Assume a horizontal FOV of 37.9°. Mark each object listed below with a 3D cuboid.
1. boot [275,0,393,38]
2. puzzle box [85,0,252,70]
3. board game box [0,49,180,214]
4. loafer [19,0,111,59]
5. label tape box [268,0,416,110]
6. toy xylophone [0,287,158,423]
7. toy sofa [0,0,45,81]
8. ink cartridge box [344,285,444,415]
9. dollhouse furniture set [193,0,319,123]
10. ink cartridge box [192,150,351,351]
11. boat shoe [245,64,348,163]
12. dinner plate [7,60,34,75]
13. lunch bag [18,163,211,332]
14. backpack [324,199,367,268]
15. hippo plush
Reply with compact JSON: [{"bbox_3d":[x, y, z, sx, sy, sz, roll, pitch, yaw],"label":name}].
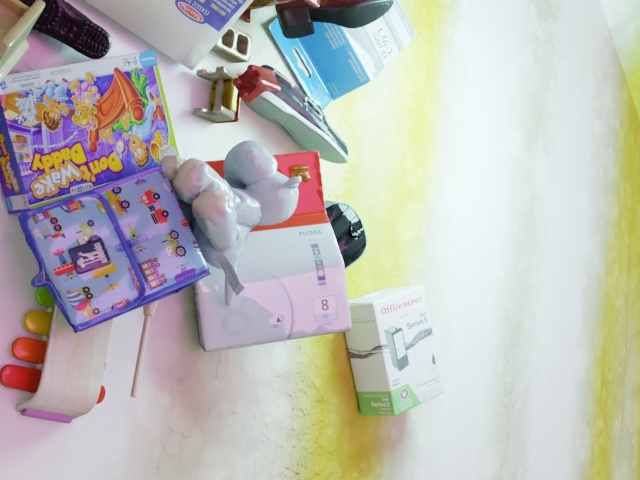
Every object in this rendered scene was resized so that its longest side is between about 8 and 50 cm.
[{"bbox_3d":[0.011,-0.608,2.100,0.096,0.264,0.281,52,26,-71],"label":"boot"},{"bbox_3d":[-0.319,-0.530,1.778,0.409,0.272,0.052,31,23,-39],"label":"puzzle box"},{"bbox_3d":[-0.432,-0.205,1.709,0.347,0.078,0.233,-24,105,-45],"label":"board game box"},{"bbox_3d":[-0.489,-0.408,1.712,0.220,0.078,0.080,37,91,-23],"label":"loafer"},{"bbox_3d":[0.059,-0.502,2.235,0.348,0.115,0.249,-50,118,-39],"label":"label tape box"},{"bbox_3d":[-0.423,0.173,1.675,0.236,0.081,0.323,30,64,-38],"label":"toy xylophone"},{"bbox_3d":[-0.638,-0.380,1.453,0.362,0.177,0.150,33,39,-16],"label":"toy sofa"},{"bbox_3d":[0.172,0.260,2.232,0.198,0.114,0.273,-14,94,-45],"label":"ink cartridge box"},{"bbox_3d":[-0.130,-0.433,1.970,0.152,0.201,0.374,14,78,-56],"label":"dollhouse furniture set"},{"bbox_3d":[-0.113,0.016,1.909,0.308,0.091,0.385,-7,91,-16],"label":"ink cartridge box"},{"bbox_3d":[-0.037,-0.281,2.106,0.302,0.114,0.091,37,65,-36],"label":"boat shoe"},{"bbox_3d":[-0.548,-0.259,1.662,0.141,0.017,0.141,7,80,-43],"label":"dinner plate"},{"bbox_3d":[-0.377,0.023,1.630,0.293,0.138,0.221,-24,88,-41],"label":"lunch bag"},{"bbox_3d":[0.000,0.000,2.069,0.188,0.144,0.166,-33,107,-15],"label":"backpack"},{"bbox_3d":[-0.146,-0.078,1.777,0.236,0.234,0.294,-33,84,-22],"label":"hippo plush"}]
